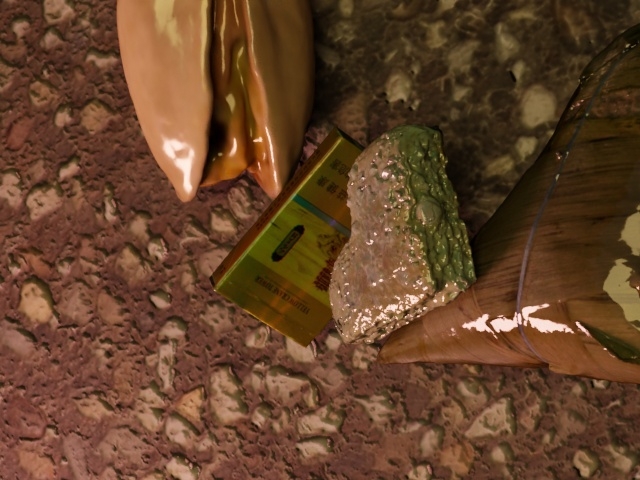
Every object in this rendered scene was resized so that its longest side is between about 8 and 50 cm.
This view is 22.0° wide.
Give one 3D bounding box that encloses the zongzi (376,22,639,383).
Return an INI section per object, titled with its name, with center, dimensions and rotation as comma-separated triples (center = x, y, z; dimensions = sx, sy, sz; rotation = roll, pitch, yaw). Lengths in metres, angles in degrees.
[zongzi]
center = 0.207, -0.025, 1.511
dimensions = 0.360, 0.160, 0.322
rotation = -5, 70, 43

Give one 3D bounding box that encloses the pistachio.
[pistachio]
center = -0.102, -0.188, 1.578
dimensions = 0.188, 0.187, 0.299
rotation = -1, 96, 17

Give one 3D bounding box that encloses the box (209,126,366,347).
[box]
center = 0.000, 0.000, 1.572
dimensions = 0.121, 0.030, 0.193
rotation = 35, 103, -27

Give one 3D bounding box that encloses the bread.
[bread]
center = 0.070, 0.013, 1.486
dimensions = 0.172, 0.064, 0.232
rotation = 40, 125, 44
